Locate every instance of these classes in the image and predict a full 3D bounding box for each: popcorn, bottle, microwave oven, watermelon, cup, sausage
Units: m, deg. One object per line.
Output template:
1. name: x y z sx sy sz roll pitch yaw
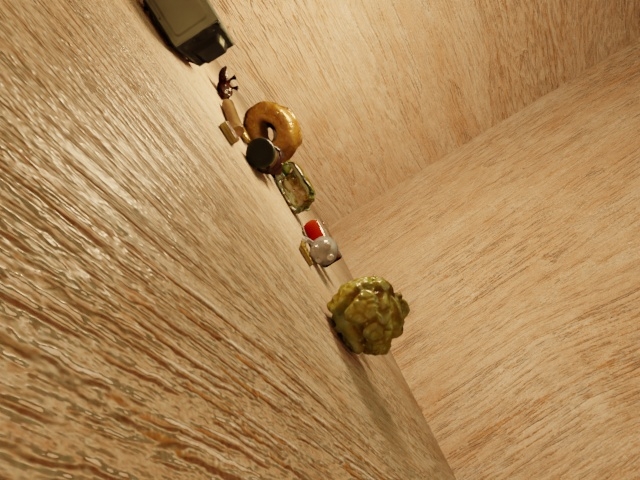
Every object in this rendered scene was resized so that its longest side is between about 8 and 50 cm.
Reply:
1. popcorn: 0.169 0.272 1.508 0.279 0.274 0.335 31 -11 14
2. bottle: -0.239 -0.371 1.900 0.156 0.143 0.271 59 4 5
3. microwave oven: -0.519 -0.866 1.627 0.286 0.218 0.355 59 4 -12
4. watermelon: -0.256 -0.408 2.369 0.303 0.159 0.128 47 51 -63
5. cup: 0.005 0.034 1.944 0.174 0.134 0.142 60 7 -2
6. sausage: -0.406 -0.574 1.909 0.066 0.065 0.301 54 6 -47

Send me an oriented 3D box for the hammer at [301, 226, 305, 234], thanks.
1. hammer: -0.093 -0.054 2.197 0.123 0.014 0.029 -109 178 -74

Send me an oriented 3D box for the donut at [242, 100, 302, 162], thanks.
1. donut: -0.251 -0.551 2.125 0.317 0.299 0.150 27 13 9

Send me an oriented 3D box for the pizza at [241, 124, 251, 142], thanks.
1. pizza: -0.390 -0.542 2.025 0.160 0.035 0.099 59 5 -6

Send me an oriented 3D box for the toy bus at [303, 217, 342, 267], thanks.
1. toy bus: 0.000 0.000 2.161 0.120 0.121 0.265 42 18 -58

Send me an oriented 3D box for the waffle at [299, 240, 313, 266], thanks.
1. waffle: -0.060 0.054 1.804 0.098 0.023 0.153 60 4 -8

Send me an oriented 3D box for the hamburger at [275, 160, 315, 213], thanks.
1. hamburger: -0.128 -0.283 2.317 0.288 0.167 0.192 60 6 12

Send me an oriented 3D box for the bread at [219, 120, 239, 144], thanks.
1. bread: -0.357 -0.425 1.637 0.090 0.035 0.094 58 4 -17

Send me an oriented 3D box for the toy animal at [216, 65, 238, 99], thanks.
1. toy animal: -0.511 -0.797 2.197 0.179 0.116 0.219 -70 164 -49
